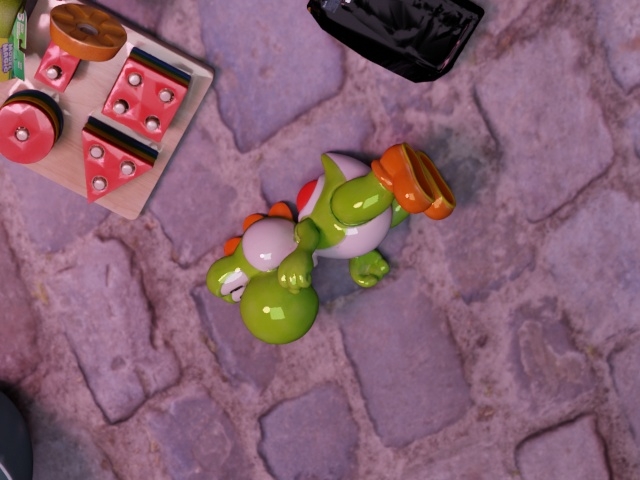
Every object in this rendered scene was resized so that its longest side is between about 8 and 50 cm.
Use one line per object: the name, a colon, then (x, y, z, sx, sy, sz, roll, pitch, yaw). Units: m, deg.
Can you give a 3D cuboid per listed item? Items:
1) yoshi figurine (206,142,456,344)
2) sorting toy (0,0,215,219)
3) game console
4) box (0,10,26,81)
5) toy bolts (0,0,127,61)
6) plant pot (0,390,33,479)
yoshi figurine: (0.014, 0.025, 1.933, 0.362, 0.203, 0.203, -30, 116, 17)
sorting toy: (-0.318, -0.176, 1.905, 0.257, 0.089, 0.255, 27, 112, -10)
game console: (0.151, -0.392, 1.823, 0.213, 0.044, 0.361, 27, 112, -12)
box: (-0.466, -0.275, 1.846, 0.179, 0.043, 0.105, 18, 116, 25)
toy bolts: (-0.326, -0.358, 1.751, 0.218, 0.228, 0.158, 19, 123, -13)
plant pot: (-0.560, 0.334, 2.059, 0.293, 0.235, 0.293, 1, 114, 2)
